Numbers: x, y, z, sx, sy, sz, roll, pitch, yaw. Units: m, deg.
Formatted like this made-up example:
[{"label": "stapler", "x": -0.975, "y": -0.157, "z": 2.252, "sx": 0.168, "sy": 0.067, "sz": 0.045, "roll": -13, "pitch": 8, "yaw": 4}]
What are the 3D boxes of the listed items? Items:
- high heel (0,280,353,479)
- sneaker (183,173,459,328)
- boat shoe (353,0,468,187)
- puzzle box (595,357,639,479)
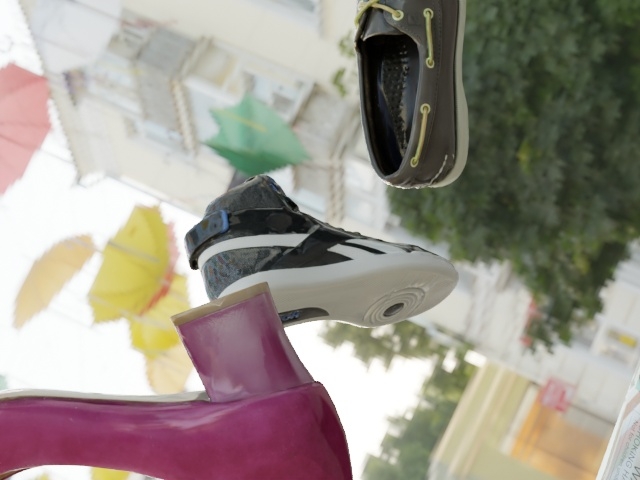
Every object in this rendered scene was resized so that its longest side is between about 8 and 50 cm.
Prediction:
[{"label": "high heel", "x": -0.109, "y": 0.117, "z": 0.654, "sx": 0.244, "sy": 0.117, "sz": 0.082, "roll": -23, "pitch": -3, "yaw": -5}, {"label": "sneaker", "x": 0.000, "y": 0.000, "z": 1.059, "sx": 0.217, "sy": 0.121, "sz": 0.079, "roll": -2, "pitch": -39, "yaw": -37}, {"label": "boat shoe", "x": 0.064, "y": -0.153, "z": 1.068, "sx": 0.068, "sy": 0.081, "sz": 0.228, "roll": -7, "pitch": -91, "yaw": -50}, {"label": "puzzle box", "x": 0.258, "y": 0.177, "z": 0.809, "sx": 0.272, "sy": 0.052, "sz": 0.409, "roll": -134, "pitch": 57, "yaw": -62}]
